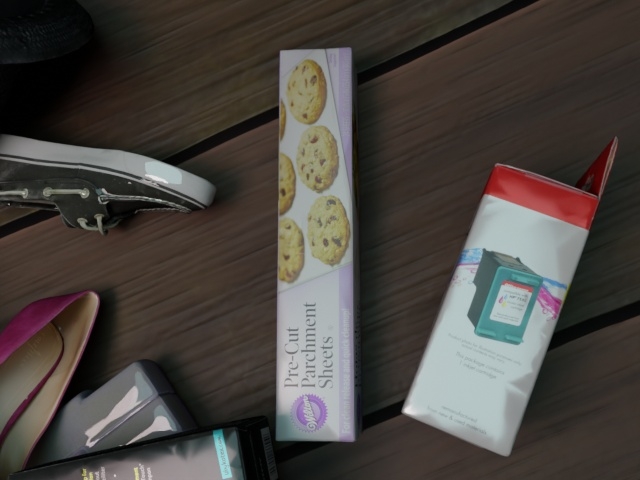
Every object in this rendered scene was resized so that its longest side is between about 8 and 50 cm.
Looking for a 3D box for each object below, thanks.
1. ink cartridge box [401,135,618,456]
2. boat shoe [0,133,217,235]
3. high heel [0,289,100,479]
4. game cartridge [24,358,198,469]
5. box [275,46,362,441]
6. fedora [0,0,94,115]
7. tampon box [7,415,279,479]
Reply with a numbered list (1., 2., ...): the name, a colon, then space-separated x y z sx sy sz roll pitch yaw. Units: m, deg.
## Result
1. ink cartridge box: 0.138 0.033 0.534 0.078 0.134 0.231 21 82 11
2. boat shoe: -0.197 -0.041 0.623 0.219 0.078 0.070 10 80 17
3. high heel: -0.226 0.129 0.529 0.117 0.244 0.082 -35 113 9
4. game cartridge: -0.224 0.286 0.574 0.355 0.068 0.230 -37 74 0
5. box: 0.000 0.000 0.593 0.067 0.063 0.324 -1 80 8
6. fedora: -0.350 -0.151 0.583 0.334 0.334 0.153 22 116 10
7. tampon box: -0.112 0.200 0.495 0.161 0.101 0.120 -13 78 5
